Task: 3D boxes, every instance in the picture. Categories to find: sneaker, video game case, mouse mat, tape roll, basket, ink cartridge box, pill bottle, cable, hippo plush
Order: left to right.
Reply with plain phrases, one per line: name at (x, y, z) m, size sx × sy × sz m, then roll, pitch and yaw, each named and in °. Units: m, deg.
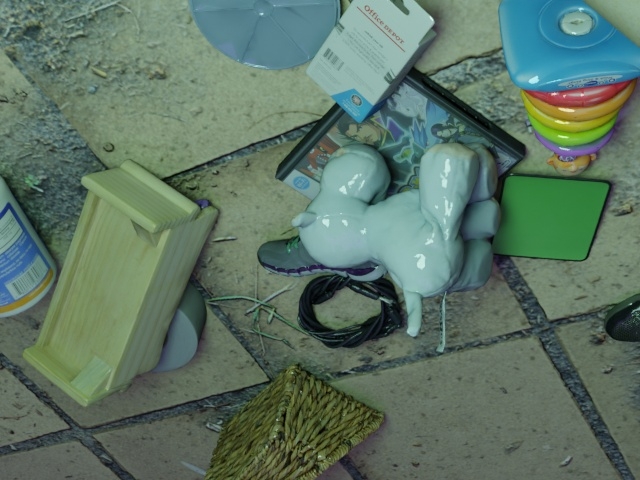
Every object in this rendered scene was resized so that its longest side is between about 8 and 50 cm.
pill bottle at (-0.546, -0.018, 1.639) m, size 0.152 × 0.152 × 0.272 m, roll -7°, pitch 130°, yaw 19°
tape roll at (-0.311, 0.133, 1.784) m, size 0.219 × 0.072 × 0.219 m, roll 6°, pitch 133°, yaw 7°
basket at (-0.052, 0.411, 1.890) m, size 0.223 × 0.213 × 0.299 m, roll 32°, pitch 132°, yaw -16°
sneaker at (0.000, 0.000, 1.575) m, size 0.224 × 0.083 × 0.098 m, roll 3°, pitch 129°, yaw 24°
cable at (0.040, 0.115, 1.706) m, size 0.185 × 0.047 × 0.150 m, roll -11°, pitch 129°, yaw 23°
ink cartridge box at (0.073, -0.252, 1.311) m, size 0.104 × 0.060 × 0.180 m, roll 45°, pitch 128°, yaw 7°
hippo plush at (0.100, -0.010, 1.417) m, size 0.237 × 0.294 × 0.234 m, roll 11°, pitch 168°, yaw 28°
video game case at (0.109, -0.113, 1.482) m, size 0.248 × 0.035 × 0.275 m, roll 32°, pitch 132°, yaw -17°
mouse mat at (0.333, -0.031, 1.508) m, size 0.153 × 0.007 × 0.189 m, roll 5°, pitch 143°, yaw 4°
sneaker at (0.547, 0.141, 1.560) m, size 0.228 × 0.130 × 0.087 m, roll -4°, pitch 130°, yaw 19°

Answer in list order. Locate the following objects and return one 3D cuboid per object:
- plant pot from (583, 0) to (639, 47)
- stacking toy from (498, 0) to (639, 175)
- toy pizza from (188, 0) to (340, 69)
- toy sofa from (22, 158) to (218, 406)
plant pot at (0.362, -0.342, 1.045) m, size 0.305 × 0.334 × 0.334 m, roll 32°, pitch 133°, yaw -1°
stacking toy at (0.323, -0.174, 1.319) m, size 0.175 × 0.165 × 0.302 m, roll -7°, pitch 146°, yaw 6°
toy pizza at (-0.072, -0.311, 1.338) m, size 0.201 × 0.032 × 0.201 m, roll 6°, pitch 135°, yaw 6°
toy sofa at (-0.316, 0.064, 1.615) m, size 0.150 × 0.177 × 0.362 m, roll 33°, pitch 116°, yaw 18°
